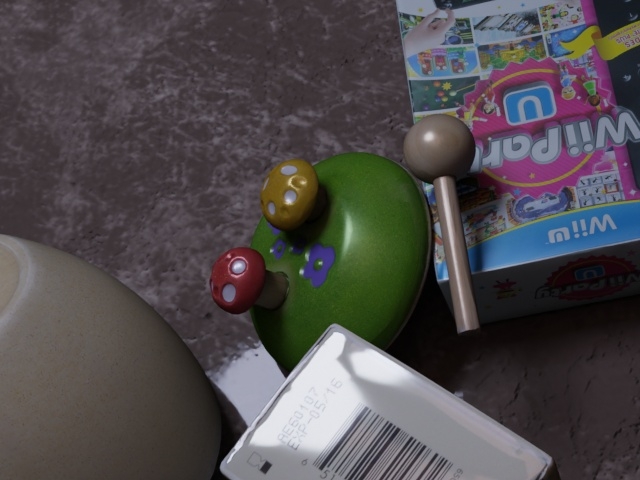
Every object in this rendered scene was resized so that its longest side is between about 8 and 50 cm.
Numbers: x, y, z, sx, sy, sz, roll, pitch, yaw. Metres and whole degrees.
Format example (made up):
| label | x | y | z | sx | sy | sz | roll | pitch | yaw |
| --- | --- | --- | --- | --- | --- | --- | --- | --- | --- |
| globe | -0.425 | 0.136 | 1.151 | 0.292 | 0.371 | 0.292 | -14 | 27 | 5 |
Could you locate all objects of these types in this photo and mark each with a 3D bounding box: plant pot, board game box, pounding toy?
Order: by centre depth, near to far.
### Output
| label | x | y | z | sx | sy | sz | roll | pitch | yaw |
| --- | --- | --- | --- | --- | --- | --- | --- | --- | --- |
| plant pot | -0.237 | 0.106 | 1.067 | 0.284 | 0.191 | 0.284 | -12 | 39 | 10 |
| pounding toy | 0.000 | 0.000 | 1.090 | 0.237 | 0.110 | 0.183 | -19 | 60 | 44 |
| board game box | 0.189 | -0.100 | 1.160 | 0.224 | 0.097 | 0.303 | -12 | 60 | 10 |

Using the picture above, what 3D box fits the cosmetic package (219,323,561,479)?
| label | x | y | z | sx | sy | sz | roll | pitch | yaw |
| --- | --- | --- | --- | --- | --- | --- | --- | --- | --- |
| cosmetic package | 0.070 | 0.191 | 0.909 | 0.160 | 0.309 | 0.113 | 31 | 75 | 27 |
